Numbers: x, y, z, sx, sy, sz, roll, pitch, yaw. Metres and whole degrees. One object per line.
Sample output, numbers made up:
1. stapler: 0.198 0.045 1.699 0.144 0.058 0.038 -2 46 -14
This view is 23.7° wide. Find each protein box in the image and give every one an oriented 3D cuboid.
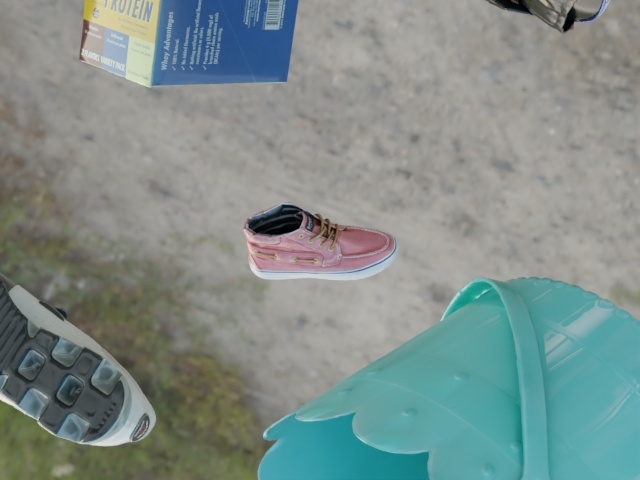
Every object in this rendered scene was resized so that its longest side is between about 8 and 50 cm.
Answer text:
1. protein box: -0.140 -0.283 1.697 0.201 0.200 0.136 -8 -157 -43

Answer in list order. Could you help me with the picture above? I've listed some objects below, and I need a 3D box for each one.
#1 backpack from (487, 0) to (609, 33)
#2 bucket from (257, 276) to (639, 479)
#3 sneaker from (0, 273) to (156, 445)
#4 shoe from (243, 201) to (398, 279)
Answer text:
1. backpack: 0.221 -0.351 1.597 0.276 0.213 0.263 29 161 19
2. bucket: 0.115 0.166 0.925 0.281 0.183 0.281 38 147 30
3. sneaker: -0.317 0.129 1.671 0.330 0.122 0.146 36 178 24
4. shoe: 0.000 0.000 1.762 0.178 0.063 0.081 -4 142 6
